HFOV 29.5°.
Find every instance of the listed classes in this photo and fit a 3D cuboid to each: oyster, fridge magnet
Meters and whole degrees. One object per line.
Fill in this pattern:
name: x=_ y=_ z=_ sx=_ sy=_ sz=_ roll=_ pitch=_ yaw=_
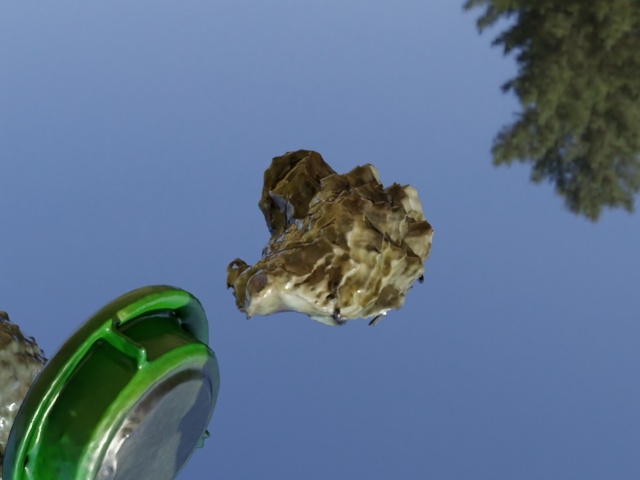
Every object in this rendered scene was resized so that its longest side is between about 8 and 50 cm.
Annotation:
oyster: x=0.000 y=-0.002 z=1.377 sx=0.238 sy=0.114 sz=0.351 roll=3 pitch=-154 yaw=22
fridge magnet: x=-0.149 y=0.129 z=0.897 sx=0.088 sy=0.208 sz=0.208 roll=30 pitch=-140 yaw=23

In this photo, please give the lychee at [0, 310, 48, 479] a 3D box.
lychee: x=-0.375 y=0.171 z=1.150 sx=0.255 sy=0.255 sz=0.274 roll=-22 pitch=-154 yaw=-36
